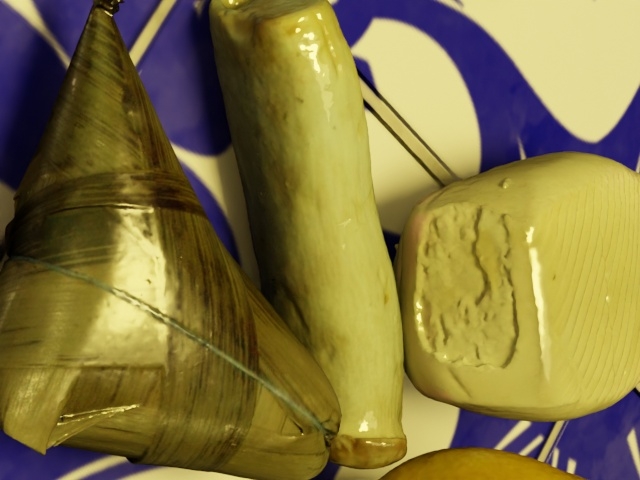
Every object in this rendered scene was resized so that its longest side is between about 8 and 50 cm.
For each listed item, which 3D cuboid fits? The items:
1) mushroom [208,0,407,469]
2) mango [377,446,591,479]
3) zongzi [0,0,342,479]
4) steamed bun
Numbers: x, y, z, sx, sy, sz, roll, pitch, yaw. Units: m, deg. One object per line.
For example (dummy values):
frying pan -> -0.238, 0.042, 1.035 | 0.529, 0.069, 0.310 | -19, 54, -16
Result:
mushroom -> 0.000, 0.000, 1.034 | 0.081, 0.100, 0.312 | -26, 117, -34
mango -> 0.145, 0.265, 1.116 | 0.365, 0.253, 0.182 | 54, 28, -28
zongzi -> -0.070, 0.008, 0.956 | 0.221, 0.112, 0.242 | 17, 86, -36
steamed bun -> 0.129, 0.029, 1.139 | 0.238, 0.152, 0.170 | -14, 100, -60
